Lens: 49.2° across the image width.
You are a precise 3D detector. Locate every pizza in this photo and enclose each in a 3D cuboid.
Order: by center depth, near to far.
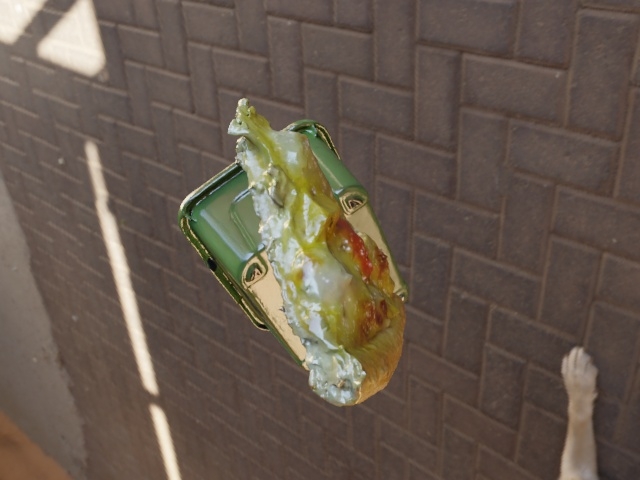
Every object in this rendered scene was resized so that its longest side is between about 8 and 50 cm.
[{"bbox_3d":[0.000,0.000,0.637,0.075,0.280,0.288,-24,104,15],"label":"pizza"}]

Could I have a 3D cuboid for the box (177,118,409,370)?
[{"bbox_3d":[-0.017,0.024,1.020,0.178,0.252,0.329,46,170,41],"label":"box"}]
